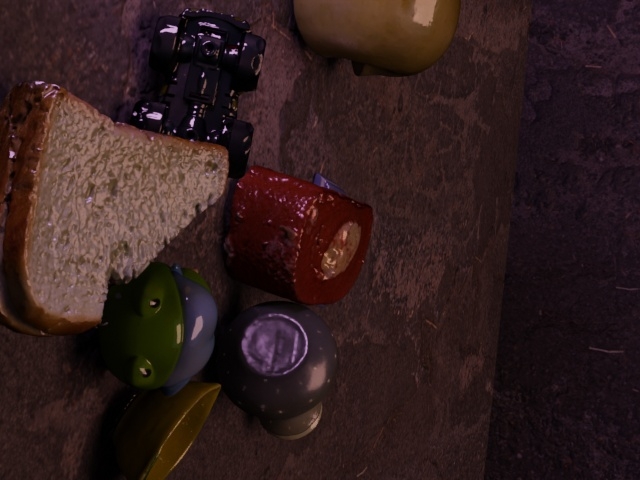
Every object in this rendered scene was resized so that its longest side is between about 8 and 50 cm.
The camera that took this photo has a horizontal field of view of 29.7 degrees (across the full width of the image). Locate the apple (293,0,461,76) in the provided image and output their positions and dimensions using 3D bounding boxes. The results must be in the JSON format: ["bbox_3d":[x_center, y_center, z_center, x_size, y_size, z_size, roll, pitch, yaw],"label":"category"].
[{"bbox_3d":[0.112,-0.398,1.948,0.295,0.234,0.257,15,87,-69],"label":"apple"}]

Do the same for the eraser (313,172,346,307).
[{"bbox_3d":[0.000,0.000,2.068,0.082,0.036,0.225,25,74,-66],"label":"eraser"}]

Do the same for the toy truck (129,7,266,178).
[{"bbox_3d":[-0.154,-0.168,1.516,0.165,0.147,0.224,132,-32,-80],"label":"toy truck"}]

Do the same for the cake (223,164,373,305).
[{"bbox_3d":[-0.035,-0.002,1.839,0.283,0.151,0.176,14,95,-68],"label":"cake"}]

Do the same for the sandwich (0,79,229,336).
[{"bbox_3d":[-0.234,-0.018,1.294,0.288,0.100,0.254,13,80,-50],"label":"sandwich"}]

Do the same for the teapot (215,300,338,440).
[{"bbox_3d":[-0.057,0.210,1.835,0.251,0.184,0.183,80,26,-60],"label":"teapot"}]

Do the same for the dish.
[{"bbox_3d":[-0.212,0.242,1.533,0.207,0.080,0.148,-50,165,-37],"label":"dish"}]

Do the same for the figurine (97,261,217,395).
[{"bbox_3d":[-0.192,0.104,1.502,0.263,0.143,0.162,-39,141,-83],"label":"figurine"}]
